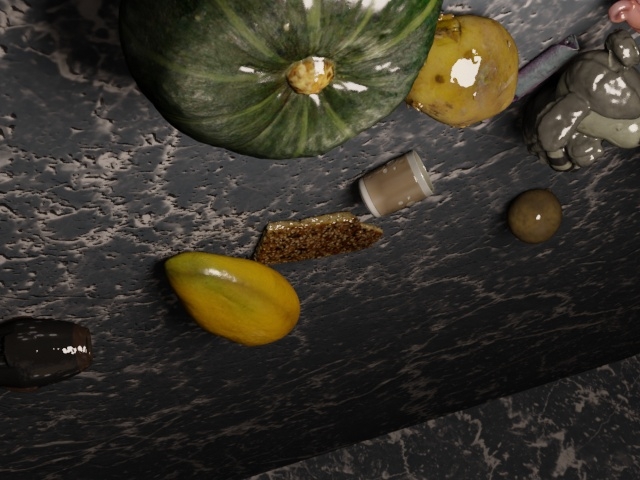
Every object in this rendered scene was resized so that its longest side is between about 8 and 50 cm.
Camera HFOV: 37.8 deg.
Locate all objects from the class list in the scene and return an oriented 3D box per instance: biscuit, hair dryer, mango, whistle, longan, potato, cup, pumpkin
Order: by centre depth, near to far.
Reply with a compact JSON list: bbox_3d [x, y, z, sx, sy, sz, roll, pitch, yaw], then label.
[{"bbox_3d":[-0.033,-0.214,0.859,0.300,0.207,0.300,-9,143,-7],"label":"pumpkin"},{"bbox_3d":[0.172,-0.207,1.136,0.176,0.137,0.137,-9,155,-28],"label":"potato"},{"bbox_3d":[0.286,-0.223,1.303,0.033,0.033,0.176,7,145,-47],"label":"whistle"},{"bbox_3d":[0.113,-0.091,1.434,0.099,0.102,0.074,-25,118,14],"label":"cup"},{"bbox_3d":[-0.142,0.094,1.549,0.176,0.119,0.317,-9,152,27],"label":"mango"},{"bbox_3d":[0.008,-0.006,1.569,0.236,0.026,0.131,-9,156,-23],"label":"biscuit"},{"bbox_3d":[-0.514,0.218,1.581,0.303,0.120,0.359,-10,165,-3],"label":"hair dryer"},{"bbox_3d":[0.394,-0.049,1.712,0.119,0.106,0.106,-56,-179,-37],"label":"longan"}]

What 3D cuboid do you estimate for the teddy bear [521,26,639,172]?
[{"bbox_3d":[0.359,-0.162,1.264,0.171,0.144,0.251,-43,178,-4],"label":"teddy bear"}]

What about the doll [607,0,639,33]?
[{"bbox_3d":[0.486,-0.326,1.166,0.262,0.093,0.211,-24,154,11],"label":"doll"}]
